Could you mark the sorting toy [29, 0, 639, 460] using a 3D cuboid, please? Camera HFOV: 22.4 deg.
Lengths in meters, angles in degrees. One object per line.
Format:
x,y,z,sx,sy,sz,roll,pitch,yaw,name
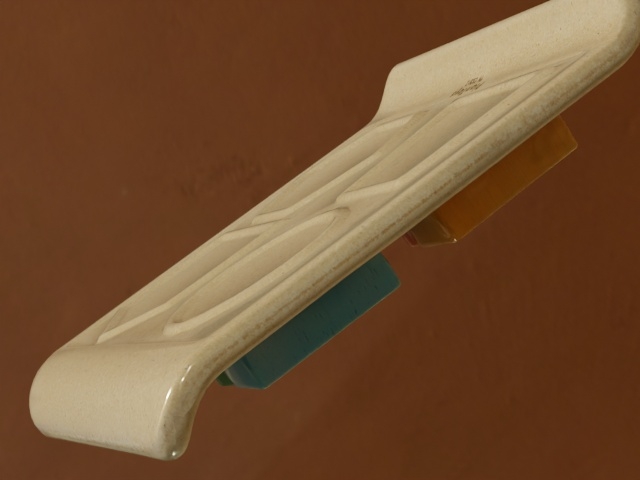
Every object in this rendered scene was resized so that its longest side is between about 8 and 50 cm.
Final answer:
0.000,0.000,0.553,0.208,0.193,0.038,-42,-79,-19,sorting toy
